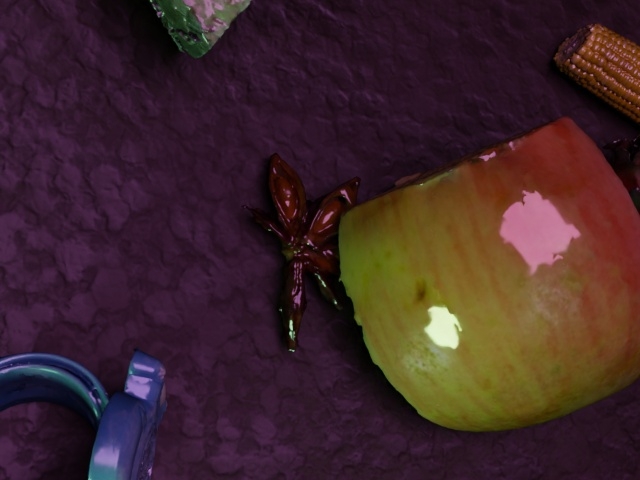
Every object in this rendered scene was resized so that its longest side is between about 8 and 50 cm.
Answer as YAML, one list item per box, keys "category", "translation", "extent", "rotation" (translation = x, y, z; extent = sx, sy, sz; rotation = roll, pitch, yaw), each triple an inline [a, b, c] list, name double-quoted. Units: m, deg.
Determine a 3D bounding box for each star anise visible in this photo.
- category: "star anise"
  translation: [0.002, -0.001, 1.511]
  extent: [0.157, 0.053, 0.212]
  rotation: [-17, 86, -21]

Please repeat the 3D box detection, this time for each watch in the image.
- category: "watch"
  translation: [-0.257, 0.194, 1.334]
  extent: [0.193, 0.211, 0.211]
  rotation: [10, 77, 0]

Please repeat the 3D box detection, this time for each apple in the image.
- category: "apple"
  translation: [0.200, 0.052, 1.489]
  extent: [0.314, 0.252, 0.309]
  rotation: [-23, 91, 11]

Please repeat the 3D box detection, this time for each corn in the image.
- category: "corn"
  translation: [0.398, -0.176, 1.671]
  extent: [0.248, 0.081, 0.081]
  rotation: [31, 72, -12]

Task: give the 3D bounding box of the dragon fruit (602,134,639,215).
- category: "dragon fruit"
  translation: [0.387, -0.028, 1.598]
  extent: [0.182, 0.182, 0.189]
  rotation: [13, 95, -18]

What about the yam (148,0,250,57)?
- category: "yam"
  translation: [-0.158, -0.353, 1.435]
  extent: [0.202, 0.201, 0.271]
  rotation: [-45, 102, 0]
